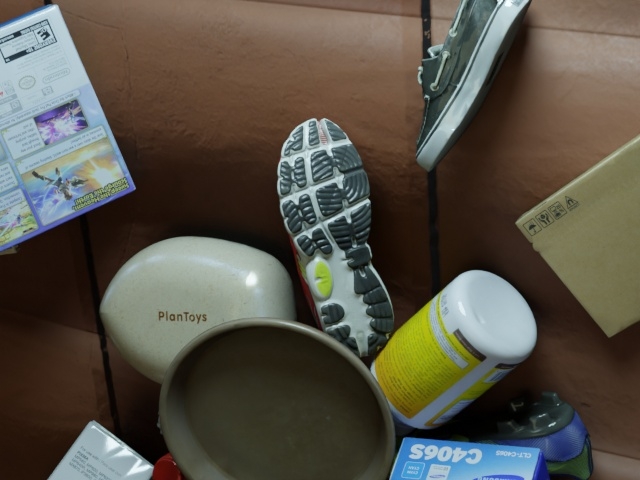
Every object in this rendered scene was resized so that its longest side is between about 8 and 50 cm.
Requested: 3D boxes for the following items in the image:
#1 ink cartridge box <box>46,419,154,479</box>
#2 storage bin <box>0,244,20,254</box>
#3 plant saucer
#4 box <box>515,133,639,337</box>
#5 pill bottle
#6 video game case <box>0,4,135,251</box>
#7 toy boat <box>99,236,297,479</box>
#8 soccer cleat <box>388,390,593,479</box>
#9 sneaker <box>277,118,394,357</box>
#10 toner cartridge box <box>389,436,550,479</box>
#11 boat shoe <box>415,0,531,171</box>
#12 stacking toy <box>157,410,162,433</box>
[{"bbox_3d":[-0.326,0.392,1.901,0.114,0.273,0.197,32,167,9],"label":"ink cartridge box"},{"bbox_3d":[-0.501,-0.112,1.852,0.262,0.123,0.260,-7,112,34],"label":"storage bin"},{"bbox_3d":[-0.048,0.206,1.630,0.277,0.041,0.278,6,115,12],"label":"plant saucer"},{"bbox_3d":[0.324,-0.006,1.482,0.164,0.021,0.201,50,129,-3],"label":"box"},{"bbox_3d":[0.137,0.134,1.612,0.117,0.117,0.215,45,129,1],"label":"pill bottle"},{"bbox_3d":[-0.392,-0.118,1.708,0.244,0.269,0.061,69,165,-16],"label":"video game case"},{"bbox_3d":[-0.148,0.153,1.770,0.267,0.148,0.318,7,97,25],"label":"toy boat"},{"bbox_3d":[0.182,0.257,1.670,0.289,0.093,0.121,-15,109,36],"label":"soccer cleat"},{"bbox_3d":[0.000,0.000,1.633,0.118,0.107,0.279,-164,62,-71],"label":"sneaker"},{"bbox_3d":[0.201,0.375,1.668,0.165,0.075,0.348,0,132,24],"label":"toner cartridge box"},{"bbox_3d":[0.140,-0.173,1.469,0.070,0.078,0.219,32,120,11],"label":"boat shoe"},{"bbox_3d":[-0.128,0.320,1.917,0.167,0.052,0.221,12,122,25],"label":"stacking toy"}]
